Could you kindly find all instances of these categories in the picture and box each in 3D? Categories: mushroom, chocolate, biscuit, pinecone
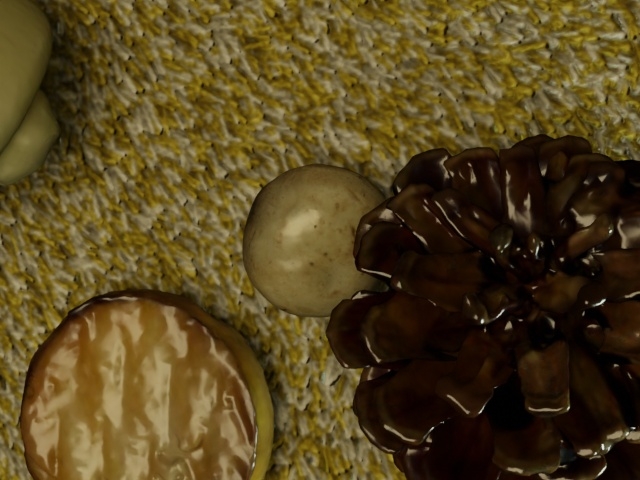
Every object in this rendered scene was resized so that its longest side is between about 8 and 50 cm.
[{"bbox_3d":[0.000,0.000,1.571,0.166,0.127,0.166,-1,109,-2],"label":"mushroom"},{"bbox_3d":[-0.436,-0.182,1.596,0.314,0.297,0.326,-40,40,28],"label":"chocolate"},{"bbox_3d":[-0.190,0.198,1.651,0.296,0.102,0.296,1,93,19],"label":"biscuit"},{"bbox_3d":[0.190,0.082,1.398,0.398,0.398,0.397,1,95,16],"label":"pinecone"}]
